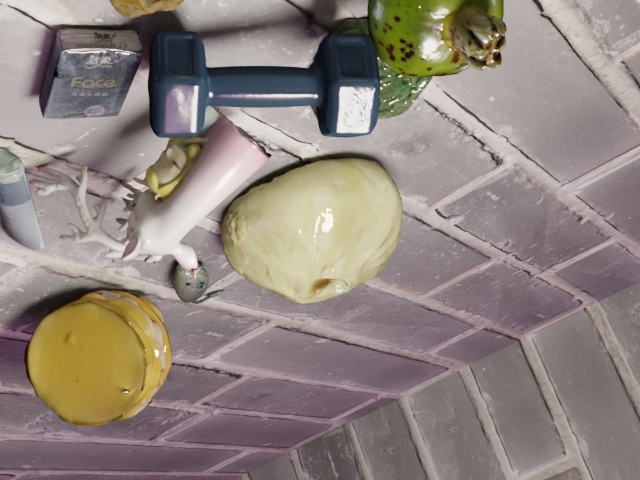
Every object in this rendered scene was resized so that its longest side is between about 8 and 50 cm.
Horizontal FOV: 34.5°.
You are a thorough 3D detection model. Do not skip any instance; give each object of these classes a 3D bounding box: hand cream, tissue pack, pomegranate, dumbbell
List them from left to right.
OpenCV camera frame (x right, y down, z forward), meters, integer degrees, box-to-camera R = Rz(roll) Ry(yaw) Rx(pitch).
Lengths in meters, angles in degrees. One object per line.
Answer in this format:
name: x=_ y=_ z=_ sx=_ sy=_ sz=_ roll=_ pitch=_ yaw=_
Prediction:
hand cream: x=-0.484 y=-0.057 z=1.630 sx=0.048 sy=0.079 sz=0.255 roll=-54 pitch=171 yaw=-26
tissue pack: x=-0.315 y=-0.226 z=1.404 sx=0.112 sy=0.051 sz=0.156 roll=-6 pitch=153 yaw=-28
dumbbell: x=-0.078 y=-0.213 z=1.420 sx=0.316 sy=0.144 sz=0.157 roll=-1 pitch=124 yaw=-11
pomegranate: x=0.169 y=-0.304 z=1.397 sx=0.202 sy=0.248 sz=0.202 roll=-14 pitch=131 yaw=-17

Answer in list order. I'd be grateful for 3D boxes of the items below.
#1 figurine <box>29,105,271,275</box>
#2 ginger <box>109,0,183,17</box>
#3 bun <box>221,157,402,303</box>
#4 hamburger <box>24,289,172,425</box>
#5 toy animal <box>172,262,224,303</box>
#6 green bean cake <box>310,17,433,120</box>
figurine: x=-0.248 y=-0.079 z=1.597 sx=0.316 sy=0.284 sz=0.206 roll=-47 pitch=144 yaw=1
ginger: x=-0.175 y=-0.339 z=1.246 sx=0.333 sy=0.081 sz=0.148 roll=-15 pitch=141 yaw=-15
bun: x=-0.002 y=0.004 z=1.978 sx=0.364 sy=0.202 sz=0.364 roll=-15 pitch=155 yaw=-7
hamburger: x=-0.421 y=0.228 z=2.071 sx=0.276 sy=0.276 sz=0.237 roll=-27 pitch=177 yaw=15
toy animal: x=-0.260 y=0.103 z=2.159 sx=0.079 sy=0.070 sz=0.253 roll=-4 pitch=160 yaw=4
green bean cake: x=0.086 y=-0.262 z=1.610 sx=0.184 sy=0.094 sz=0.183 roll=-13 pitch=155 yaw=-28
